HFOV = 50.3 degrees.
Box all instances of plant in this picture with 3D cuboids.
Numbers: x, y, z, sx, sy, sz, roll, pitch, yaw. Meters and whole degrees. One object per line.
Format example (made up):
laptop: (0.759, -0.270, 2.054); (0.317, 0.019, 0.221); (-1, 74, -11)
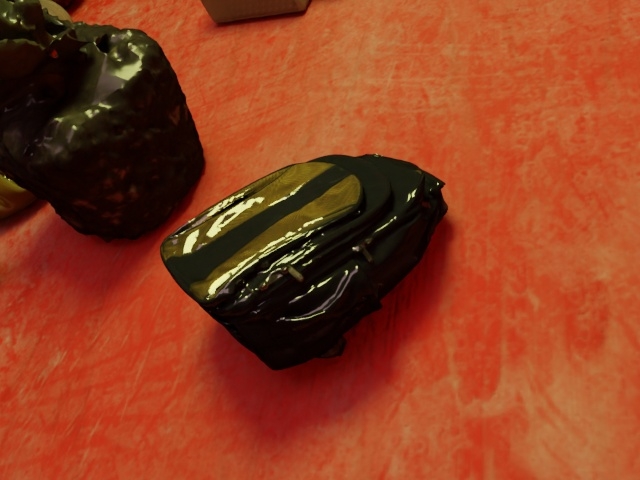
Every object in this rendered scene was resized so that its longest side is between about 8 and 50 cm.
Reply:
plant: (-0.285, -0.161, 0.772); (0.215, 0.312, 0.213); (14, 58, 37)

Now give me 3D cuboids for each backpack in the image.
backpack: (0.000, 0.000, 0.632); (0.258, 0.133, 0.206); (-36, 38, -13)

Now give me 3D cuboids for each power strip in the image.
power strip: (-0.072, -0.421, 0.991); (0.224, 0.139, 0.140); (2, 54, 28)

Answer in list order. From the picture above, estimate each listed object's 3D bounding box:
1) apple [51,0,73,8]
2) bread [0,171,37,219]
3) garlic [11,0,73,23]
apple: (-0.550, -0.519, 1.264); (0.230, 0.230, 0.230); (-14, 49, 16)
bread: (-0.462, -0.116, 0.964); (0.213, 0.105, 0.213); (-12, 52, 16)
garlic: (-0.477, -0.285, 1.070); (0.228, 0.152, 0.228); (-22, 31, 14)
